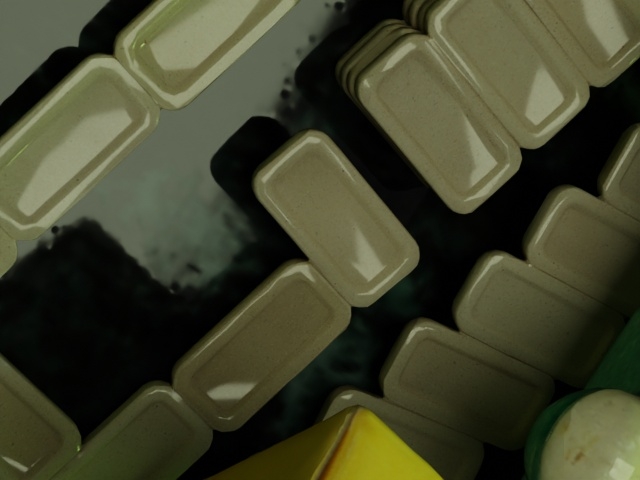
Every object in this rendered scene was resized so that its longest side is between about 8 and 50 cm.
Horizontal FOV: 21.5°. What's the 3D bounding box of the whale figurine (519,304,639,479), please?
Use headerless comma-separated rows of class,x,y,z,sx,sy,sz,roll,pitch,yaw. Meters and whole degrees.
whale figurine,0.138,0.054,0.526,0.216,0.141,0.272,-1,102,-32

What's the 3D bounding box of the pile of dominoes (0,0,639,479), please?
pile of dominoes,0.000,0.000,0.542,0.251,0.040,0.196,-42,112,0

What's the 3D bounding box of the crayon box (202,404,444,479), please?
crayon box,0.012,0.169,0.459,0.323,0.203,0.083,43,48,-15
